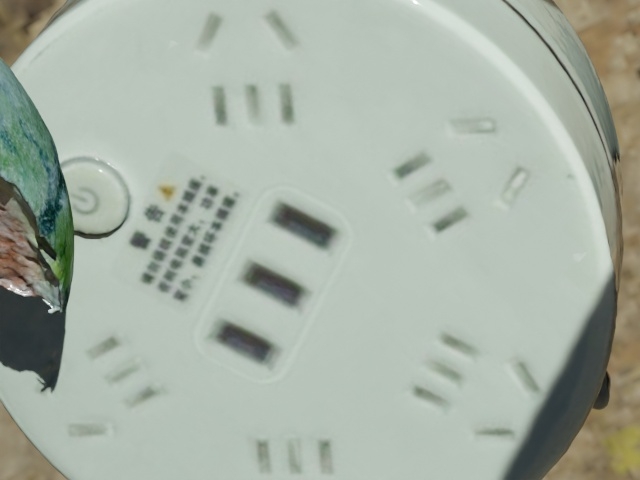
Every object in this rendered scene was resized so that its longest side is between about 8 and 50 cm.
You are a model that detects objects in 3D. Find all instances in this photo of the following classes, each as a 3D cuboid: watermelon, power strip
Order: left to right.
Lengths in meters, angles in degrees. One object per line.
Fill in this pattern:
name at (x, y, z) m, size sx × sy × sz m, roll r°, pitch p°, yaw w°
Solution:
watermelon at (-0.180, -0.046, 0.842) m, size 0.139 × 0.187 × 0.071 m, roll -4°, pitch 48°, yaw 29°
power strip at (0.000, 0.000, 0.996) m, size 0.357 × 0.357 × 0.161 m, roll -20°, pitch 17°, yaw 18°
